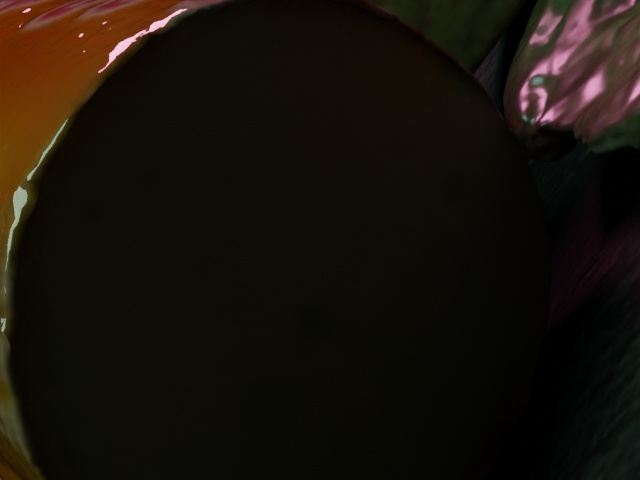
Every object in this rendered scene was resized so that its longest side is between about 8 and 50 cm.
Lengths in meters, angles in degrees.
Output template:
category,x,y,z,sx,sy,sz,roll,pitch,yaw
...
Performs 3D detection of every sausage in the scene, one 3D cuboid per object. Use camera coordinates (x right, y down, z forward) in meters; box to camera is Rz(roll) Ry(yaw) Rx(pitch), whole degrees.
category,x,y,z,sx,sy,sz,roll,pitch,yaw
sausage,-0.073,0.003,0.625,0.287,0.233,0.233,19,87,58

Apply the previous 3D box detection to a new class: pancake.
category,x,y,z,sx,sy,sz,roll,pitch,yaw
pancake,0.140,-0.119,0.532,0.222,0.042,0.236,-65,8,-20

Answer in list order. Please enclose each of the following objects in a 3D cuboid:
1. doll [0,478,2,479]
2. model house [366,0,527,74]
category,x,y,z,sx,sy,sz,roll,pitch,yaw
doll,-0.079,0.213,0.761,0.251,0.221,0.221,82,-162,-44
model house,0.041,-0.247,0.814,0.266,0.261,0.321,-50,14,35
